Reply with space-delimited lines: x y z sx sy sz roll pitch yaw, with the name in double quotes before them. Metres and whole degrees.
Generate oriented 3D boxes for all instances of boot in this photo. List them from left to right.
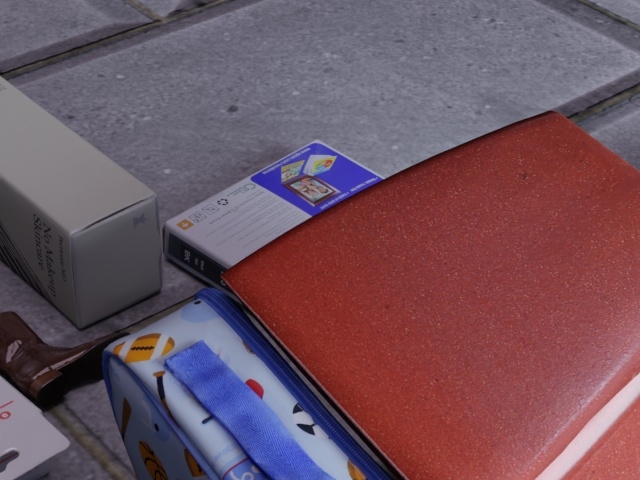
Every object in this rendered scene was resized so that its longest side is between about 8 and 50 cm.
"boot" -0.230 0.083 1.187 0.106 0.037 0.114 -27 41 -37

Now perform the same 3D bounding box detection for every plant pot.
"plant pot" 0.142 0.080 0.914 0.236 0.267 0.267 -42 50 -5

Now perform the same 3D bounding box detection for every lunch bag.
"lunch bag" -0.018 0.181 0.885 0.115 0.243 0.303 -29 46 -21

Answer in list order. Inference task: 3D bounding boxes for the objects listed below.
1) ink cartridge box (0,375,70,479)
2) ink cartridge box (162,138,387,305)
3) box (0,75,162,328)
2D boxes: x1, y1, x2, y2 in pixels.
"ink cartridge box" -0.285 0.149 1.067 0.115 0.067 0.198 -29 45 -34
"ink cartridge box" 0.000 0.000 1.298 0.208 0.045 0.206 30 45 33
"box" -0.261 -0.044 1.290 0.094 0.113 0.275 -27 44 -32
